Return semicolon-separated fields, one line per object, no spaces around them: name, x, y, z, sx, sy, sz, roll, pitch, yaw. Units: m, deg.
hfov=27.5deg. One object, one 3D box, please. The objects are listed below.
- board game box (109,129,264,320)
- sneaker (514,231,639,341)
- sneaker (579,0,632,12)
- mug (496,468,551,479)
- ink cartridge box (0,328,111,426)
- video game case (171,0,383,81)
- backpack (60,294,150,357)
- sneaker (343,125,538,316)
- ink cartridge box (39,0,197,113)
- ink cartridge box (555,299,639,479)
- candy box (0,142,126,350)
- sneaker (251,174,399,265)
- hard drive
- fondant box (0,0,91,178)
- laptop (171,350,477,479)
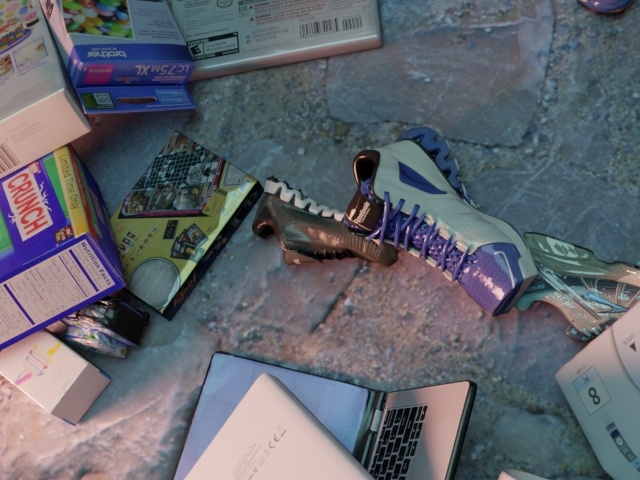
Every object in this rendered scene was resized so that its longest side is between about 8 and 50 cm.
board game box;-0.220;-0.024;1.946;0.165;0.042;0.243;32;80;21
sneaker;0.390;0.086;1.755;0.283;0.110;0.122;20;93;21
sneaker;0.405;-0.484;1.932;0.111;0.131;0.297;-9;70;7
mug;0.330;0.486;1.517;0.374;0.276;0.328;20;88;11
ink cartridge box;-0.393;0.184;1.881;0.143;0.092;0.090;33;81;22
video game case;-0.078;-0.413;2.063;0.328;0.036;0.300;-9;69;10
backpack;-0.324;0.118;1.884;0.114;0.105;0.084;15;77;29
sneaker;0.135;-0.018;1.781;0.182;0.127;0.315;-12;54;-34
ink cartridge box;-0.312;-0.321;1.989;0.185;0.065;0.311;-4;53;-29
ink cartridge box;0.472;0.248;1.561;0.091;0.308;0.385;-7;61;-33
candy box;-0.462;0.024;1.887;0.317;0.122;0.268;-27;38;0
sneaker;0.000;0.000;1.875;0.234;0.078;0.106;27;84;21
hard drive;-0.043;0.335;1.643;0.210;0.040;0.318;-54;43;4
fondant box;-0.502;-0.239;2.002;0.238;0.096;0.330;-27;47;2
laptop;-0.033;0.339;1.675;0.236;0.408;0.382;21;74;-16
